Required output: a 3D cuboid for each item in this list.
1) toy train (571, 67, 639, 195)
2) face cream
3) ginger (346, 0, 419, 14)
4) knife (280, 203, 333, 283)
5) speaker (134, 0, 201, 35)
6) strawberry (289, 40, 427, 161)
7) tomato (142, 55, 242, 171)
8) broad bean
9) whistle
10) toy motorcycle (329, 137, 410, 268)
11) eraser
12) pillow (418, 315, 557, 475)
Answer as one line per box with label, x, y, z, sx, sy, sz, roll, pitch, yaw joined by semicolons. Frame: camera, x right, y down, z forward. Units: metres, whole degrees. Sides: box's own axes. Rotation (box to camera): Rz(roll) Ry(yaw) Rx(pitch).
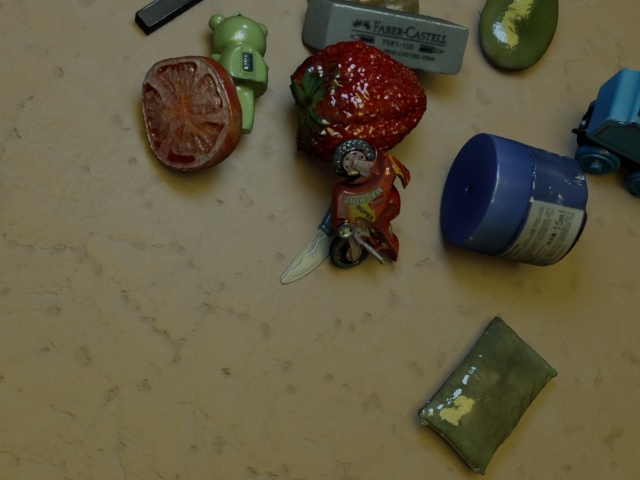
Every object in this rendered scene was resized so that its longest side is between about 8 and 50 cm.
toy train;0.735;-0.238;1.841;0.300;0.265;0.187;24;71;-6
face cream;0.405;-0.081;1.719;0.225;0.249;0.248;14;72;-17
ginger;0.128;-0.504;1.845;0.334;0.081;0.147;15;109;-5
knife;0.002;0.001;1.703;0.058;0.032;0.244;37;73;-12
speaker;-0.307;-0.510;1.746;0.191;0.040;0.046;-40;90;-22
strawberry;0.090;-0.281;1.684;0.289;0.238;0.250;-5;117;-23
tomato;-0.249;-0.255;1.625;0.236;0.237;0.095;62;27;6
broad bean;0.472;-0.525;1.939;0.189;0.121;0.263;22;85;-14
whistle;-0.169;-0.355;1.705;0.131;0.106;0.288;6;71;-26
toy motorcycle;0.096;-0.071;1.632;0.171;0.298;0.089;-12;36;-19
eraser;0.138;-0.447;1.783;0.353;0.077;0.111;10;115;-4
pillow;0.347;0.319;1.684;0.185;0.075;0.302;45;66;-1
